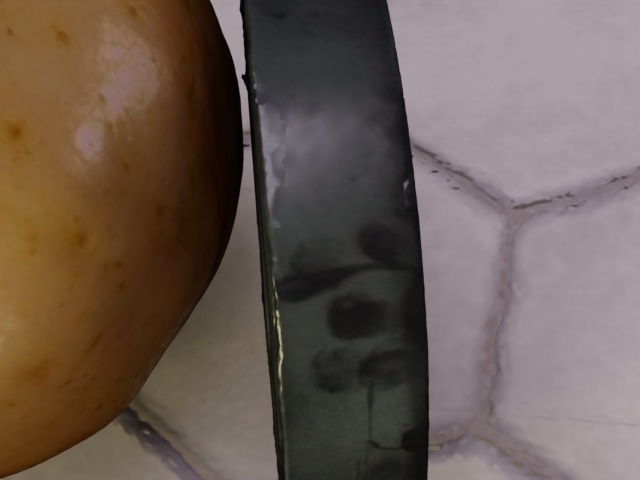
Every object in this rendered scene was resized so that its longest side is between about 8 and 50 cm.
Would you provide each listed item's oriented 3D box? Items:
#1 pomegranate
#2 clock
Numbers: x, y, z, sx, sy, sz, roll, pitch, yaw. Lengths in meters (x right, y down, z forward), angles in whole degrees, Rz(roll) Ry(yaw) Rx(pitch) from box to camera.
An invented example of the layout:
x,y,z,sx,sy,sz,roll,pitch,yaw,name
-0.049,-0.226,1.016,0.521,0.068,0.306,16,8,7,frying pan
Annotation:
x,y,z,sx,sy,sz,roll,pitch,yaw,name
-0.239,-0.059,0.671,0.411,0.411,0.411,-3,57,4,pomegranate
-0.001,0.000,0.659,0.066,0.319,0.319,-6,56,-3,clock
